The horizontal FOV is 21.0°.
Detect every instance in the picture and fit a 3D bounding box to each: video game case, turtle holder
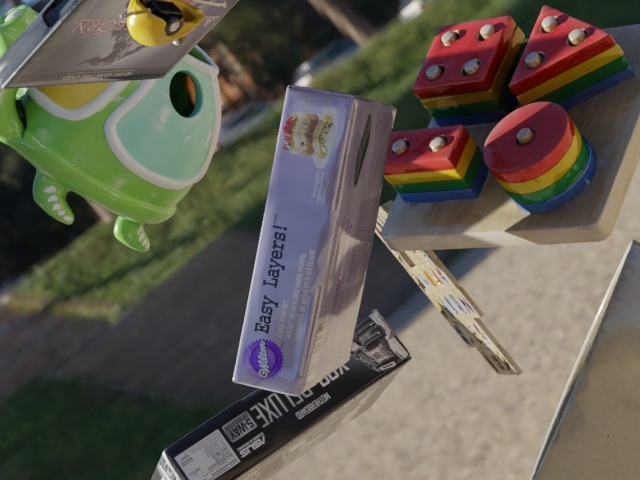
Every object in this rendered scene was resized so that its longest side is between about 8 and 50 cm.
[{"bbox_3d":[-0.112,-0.213,1.355,0.274,0.026,0.196,-42,-18,33],"label":"video game case"},{"bbox_3d":[-0.262,-0.163,1.991,0.227,0.320,0.243,-52,22,11],"label":"turtle holder"}]

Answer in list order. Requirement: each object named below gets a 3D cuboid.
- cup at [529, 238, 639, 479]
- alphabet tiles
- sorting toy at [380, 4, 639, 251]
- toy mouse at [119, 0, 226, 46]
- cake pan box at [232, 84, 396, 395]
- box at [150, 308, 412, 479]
[{"bbox_3d":[0.412,0.194,2.039,0.331,0.237,0.331,22,-90,-83],"label":"cup"},{"bbox_3d":[0.137,0.057,1.927,0.009,0.237,0.198,-40,1,-7],"label":"alphabet tiles"},{"bbox_3d":[0.190,-0.122,1.685,0.255,0.089,0.257,-3,50,40],"label":"sorting toy"},{"bbox_3d":[-0.138,-0.182,1.210,0.161,0.143,0.031,-8,-44,-56],"label":"toy mouse"},{"bbox_3d":[0.000,0.000,1.527,0.246,0.070,0.267,-18,-61,-77],"label":"cake pan box"},{"bbox_3d":[-0.056,0.223,2.047,0.307,0.076,0.242,-33,-11,-21],"label":"box"}]
